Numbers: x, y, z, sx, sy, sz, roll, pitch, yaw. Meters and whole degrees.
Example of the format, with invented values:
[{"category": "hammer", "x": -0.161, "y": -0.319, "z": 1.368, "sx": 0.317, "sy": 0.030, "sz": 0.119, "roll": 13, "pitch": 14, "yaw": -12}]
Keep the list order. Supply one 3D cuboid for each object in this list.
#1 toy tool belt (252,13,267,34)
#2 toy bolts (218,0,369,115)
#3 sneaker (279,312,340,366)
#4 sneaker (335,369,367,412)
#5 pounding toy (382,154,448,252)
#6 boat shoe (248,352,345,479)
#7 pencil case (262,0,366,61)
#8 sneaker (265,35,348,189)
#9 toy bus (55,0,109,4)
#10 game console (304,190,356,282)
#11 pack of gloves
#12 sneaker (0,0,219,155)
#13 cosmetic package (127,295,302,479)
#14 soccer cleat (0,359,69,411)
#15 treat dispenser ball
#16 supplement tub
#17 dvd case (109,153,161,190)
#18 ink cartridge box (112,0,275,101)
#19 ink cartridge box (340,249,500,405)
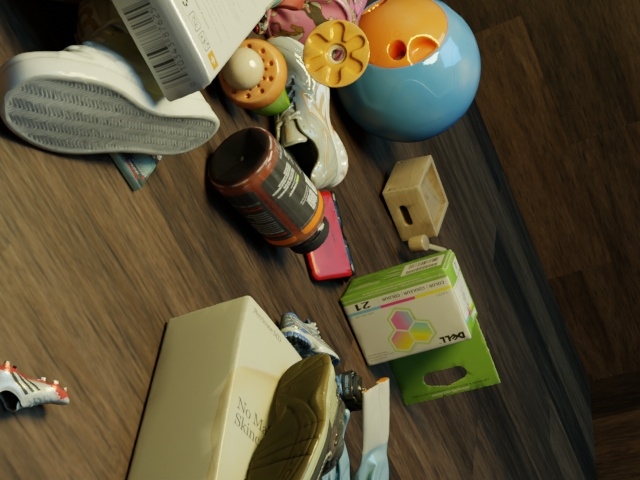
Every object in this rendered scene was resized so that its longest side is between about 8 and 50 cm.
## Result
[{"category": "toy tool belt", "x": -0.123, "y": -0.365, "z": 1.429, "sx": 0.051, "sy": 0.052, "sz": 0.083, "roll": -14, "pitch": 81, "yaw": -37}, {"category": "toy bolts", "x": -0.053, "y": -0.314, "z": 1.294, "sx": 0.158, "sy": 0.218, "sz": 0.228, "roll": 0, "pitch": 79, "yaw": -78}, {"category": "sneaker", "x": -0.014, "y": 0.141, "z": 1.269, "sx": 0.135, "sy": 0.052, "sz": 0.058, "roll": 46, "pitch": 29, "yaw": -48}, {"category": "sneaker", "x": 0.012, "y": 0.196, "z": 1.238, "sx": 0.152, "sy": 0.085, "sz": 0.058, "roll": 51, "pitch": 29, "yaw": -41}, {"category": "pounding toy", "x": 0.196, "y": -0.043, "z": 1.877, "sx": 0.181, "sy": 0.094, "sz": 0.206, "roll": 65, "pitch": 31, "yaw": -28}, {"category": "boat shoe", "x": -0.011, "y": 0.200, "z": 0.887, "sx": 0.073, "sy": 0.080, "sz": 0.223, "roll": 57, "pitch": 21, "yaw": -21}, {"category": "pencil case", "x": 0.010, "y": -0.453, "z": 1.643, "sx": 0.160, "sy": 0.167, "sz": 0.386, "roll": 59, "pitch": 27, "yaw": -27}, {"category": "sneaker", "x": -0.036, "y": -0.200, "z": 1.434, "sx": 0.262, "sy": 0.099, "sz": 0.121, "roll": 68, "pitch": 26, "yaw": -7}, {"category": "toy bus", "x": -0.239, "y": -0.341, "z": 1.032, "sx": 0.333, "sy": 0.108, "sz": 0.130, "roll": -24, "pitch": 95, "yaw": -68}, {"category": "game console", "x": 0.000, "y": 0.000, "z": 1.465, "sx": 0.124, "sy": 0.085, "sz": 0.144, "roll": -8, "pitch": 78, "yaw": -37}, {"category": "pack of gloves", "x": 0.034, "y": 0.318, "z": 1.210, "sx": 0.195, "sy": 0.046, "sz": 0.232, "roll": -12, "pitch": 103, "yaw": -60}, {"category": "sneaker", "x": -0.243, "y": -0.184, "z": 0.941, "sx": 0.169, "sy": 0.108, "sz": 0.292, "roll": 61, "pitch": 23, "yaw": 15}, {"category": "cosmetic package", "x": -0.099, "y": 0.228, "z": 0.913, "sx": 0.160, "sy": 0.113, "sz": 0.309, "roll": 54, "pitch": 28, "yaw": -37}, {"category": "soccer cleat", "x": -0.246, "y": 0.129, "z": 0.753, "sx": 0.083, "sy": 0.029, "sz": 0.035, "roll": 41, "pitch": 45, "yaw": -47}, {"category": "treat dispenser ball", "x": 0.169, "y": -0.337, "z": 1.765, "sx": 0.288, "sy": 0.288, "sz": 0.288, "roll": 50, "pitch": 30, "yaw": -44}, {"category": "supplement tub", "x": -0.062, "y": -0.059, "z": 1.239, "sx": 0.198, "sy": 0.106, "sz": 0.106, "roll": 49, "pitch": 31, "yaw": -45}, {"category": "dvd case", "x": -0.216, "y": -0.123, "z": 1.045, "sx": 0.087, "sy": 0.013, "sz": 0.119, "roll": 60, "pitch": 23, "yaw": -26}, {"category": "ink cartridge box", "x": -0.169, "y": -0.348, "z": 0.978, "sx": 0.303, "sy": 0.072, "sz": 0.307, "roll": 61, "pitch": 22, "yaw": -23}, {"category": "ink cartridge box", "x": 0.173, "y": 0.168, "z": 1.505, "sx": 0.255, "sy": 0.189, "sz": 0.097, "roll": 67, "pitch": 21, "yaw": -12}]
